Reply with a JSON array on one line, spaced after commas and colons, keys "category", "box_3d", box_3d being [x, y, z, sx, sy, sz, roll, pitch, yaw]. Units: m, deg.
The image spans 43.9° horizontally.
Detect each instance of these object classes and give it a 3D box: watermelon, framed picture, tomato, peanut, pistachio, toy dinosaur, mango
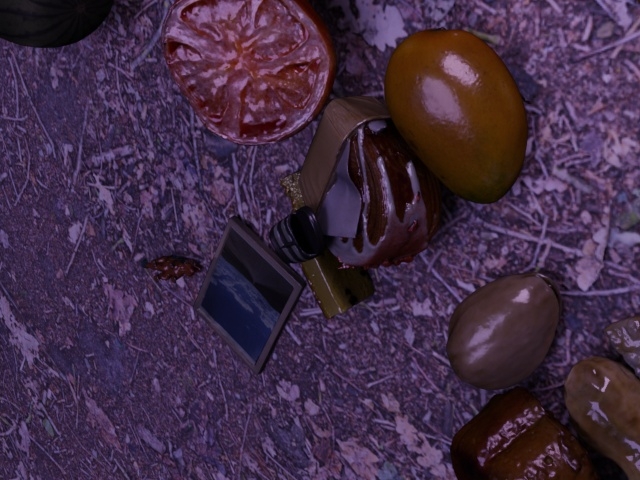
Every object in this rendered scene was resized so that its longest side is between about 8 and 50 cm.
[{"category": "watermelon", "box_3d": [-0.504, -0.482, 1.336, 0.359, 0.279, 0.278, 37, 130, 26]}, {"category": "framed picture", "box_3d": [-0.132, 0.100, 1.421, 0.189, 0.023, 0.260, 43, 132, 18]}, {"category": "tomato", "box_3d": [-0.093, -0.250, 1.067, 0.237, 0.095, 0.236, 4, 119, 7]}, {"category": "peanut", "box_3d": [0.373, 0.239, 0.935, 0.098, 0.103, 0.229, -37, 78, 8]}, {"category": "pistachio", "box_3d": [0.231, 0.114, 1.011, 0.126, 0.108, 0.185, 38, 122, 17]}, {"category": "toy dinosaur", "box_3d": [-0.293, 0.051, 1.526, 0.154, 0.055, 0.049, 6, 115, 34]}, {"category": "mango", "box_3d": [0.168, -0.151, 0.945, 0.221, 0.120, 0.151, 54, 135, 2]}]

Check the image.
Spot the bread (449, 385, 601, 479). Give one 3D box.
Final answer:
[{"category": "bread", "box_3d": [0.270, 0.310, 0.999, 0.232, 0.135, 0.247, 60, 167, 4]}]

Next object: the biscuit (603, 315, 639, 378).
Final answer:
[{"category": "biscuit", "box_3d": [0.457, 0.175, 0.865, 0.289, 0.038, 0.141, 51, 134, 13]}]

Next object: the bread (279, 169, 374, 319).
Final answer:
[{"category": "bread", "box_3d": [0.000, 0.000, 1.198, 0.049, 0.088, 0.226, -25, 91, 49]}]

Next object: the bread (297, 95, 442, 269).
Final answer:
[{"category": "bread", "box_3d": [0.070, -0.071, 1.071, 0.212, 0.143, 0.224, 55, 141, 30]}]

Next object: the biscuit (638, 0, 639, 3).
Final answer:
[{"category": "biscuit", "box_3d": [0.369, -0.330, 0.743, 0.231, 0.016, 0.139, -41, 77, 45]}]

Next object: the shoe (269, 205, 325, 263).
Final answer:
[{"category": "shoe", "box_3d": [-0.047, 0.004, 1.118, 0.071, 0.049, 0.179, 64, 157, 0]}]
